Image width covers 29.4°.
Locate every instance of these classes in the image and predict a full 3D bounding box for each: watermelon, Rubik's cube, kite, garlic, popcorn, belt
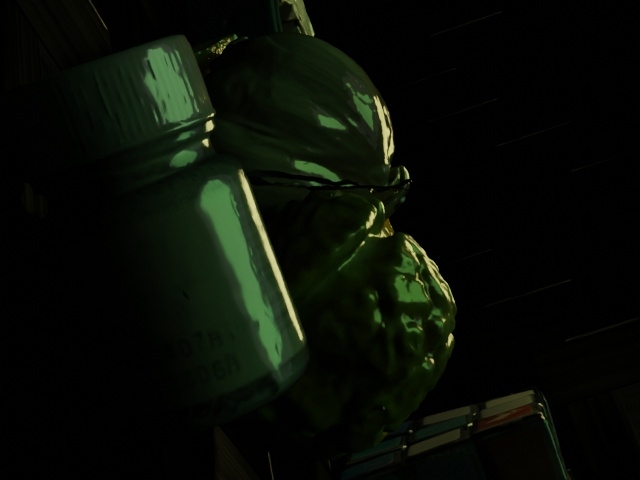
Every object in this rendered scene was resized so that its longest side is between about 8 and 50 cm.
[{"bbox_3d":[-0.159,-0.173,1.369,0.181,0.092,0.075,-41,114,-62],"label":"watermelon"},{"bbox_3d":[0.243,0.461,1.956,0.359,0.362,0.363,16,58,-86],"label":"Rubik's cube"},{"bbox_3d":[-0.049,-0.058,1.146,0.169,0.310,0.015,3,92,-76],"label":"kite"},{"bbox_3d":[-0.044,-0.081,1.416,0.241,0.322,0.322,47,-9,32],"label":"garlic"},{"bbox_3d":[-0.004,0.092,1.226,0.282,0.282,0.247,70,-12,-20],"label":"popcorn"},{"bbox_3d":[-0.092,-0.270,1.906,0.436,0.173,0.300,-97,169,-57],"label":"belt"}]

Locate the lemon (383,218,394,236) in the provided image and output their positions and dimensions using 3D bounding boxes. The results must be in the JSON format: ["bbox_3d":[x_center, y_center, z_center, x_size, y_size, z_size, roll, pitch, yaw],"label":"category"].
[{"bbox_3d":[0.024,0.021,1.975,0.192,0.231,0.192,35,-45,44],"label":"lemon"}]

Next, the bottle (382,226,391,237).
[{"bbox_3d":[0.000,0.000,1.742,0.351,0.171,0.171,50,17,-31],"label":"bottle"}]

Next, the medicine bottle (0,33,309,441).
[{"bbox_3d":[-0.125,-0.002,0.911,0.165,0.165,0.273,-74,144,-79],"label":"medicine bottle"}]

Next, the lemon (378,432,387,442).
[{"bbox_3d":[0.038,0.234,1.760,0.187,0.142,0.142,168,-96,-82],"label":"lemon"}]
